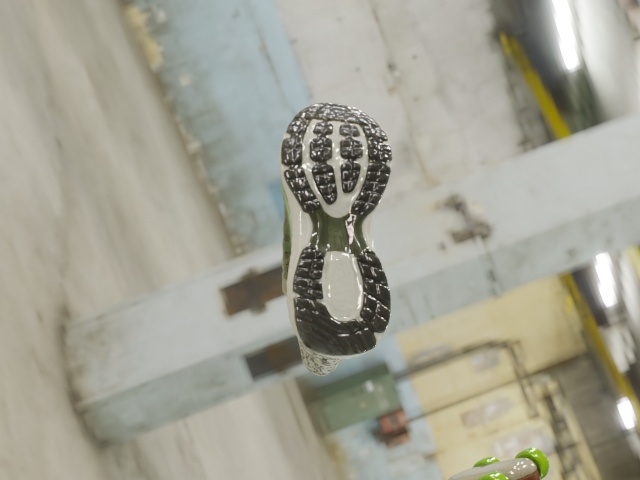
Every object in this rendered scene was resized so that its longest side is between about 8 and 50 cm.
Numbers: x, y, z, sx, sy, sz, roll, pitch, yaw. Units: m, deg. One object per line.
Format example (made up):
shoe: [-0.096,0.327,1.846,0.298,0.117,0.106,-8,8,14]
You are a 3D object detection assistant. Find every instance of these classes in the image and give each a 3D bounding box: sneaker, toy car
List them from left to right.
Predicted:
sneaker: [0.000,0.000,1.918,0.182,0.158,0.410,117,-20,-56]
toy car: [0.273,0.421,2.096,0.155,0.149,0.188,-15,86,-55]
